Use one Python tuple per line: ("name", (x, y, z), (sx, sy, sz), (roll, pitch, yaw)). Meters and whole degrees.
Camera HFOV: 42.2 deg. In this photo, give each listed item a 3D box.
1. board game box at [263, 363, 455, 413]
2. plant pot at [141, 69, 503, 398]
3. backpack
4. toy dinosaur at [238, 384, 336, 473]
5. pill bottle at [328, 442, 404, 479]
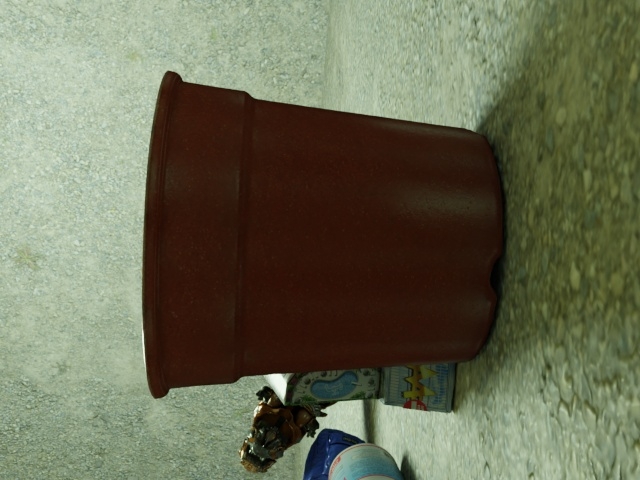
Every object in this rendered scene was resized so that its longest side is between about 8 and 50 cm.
("board game box", (0.045, 0.115, 0.830), (0.194, 0.194, 0.060), (-152, 62, -69))
("plant pot", (0.000, 0.000, 0.705), (0.272, 0.265, 0.272), (-178, 90, -86))
("backpack", (0.031, 0.341, 1.252), (0.120, 0.098, 0.101), (-78, 15, -63))
("toy dinosaur", (-0.028, 0.222, 1.334), (0.218, 0.164, 0.322), (118, 168, -45))
("pill bottle", (0.058, 0.296, 0.937), (0.160, 0.087, 0.087), (-126, 38, -83))
